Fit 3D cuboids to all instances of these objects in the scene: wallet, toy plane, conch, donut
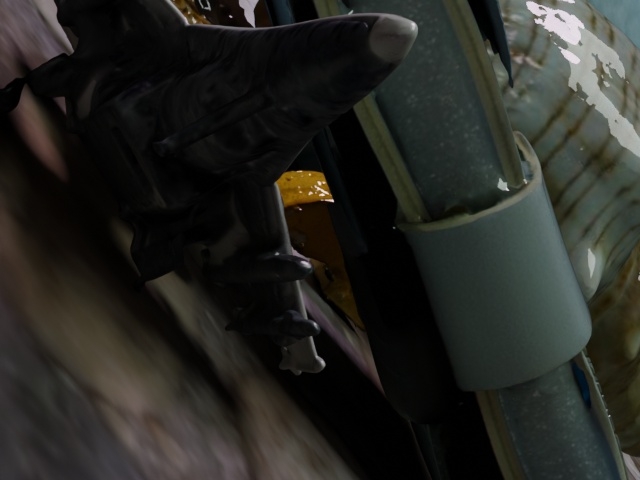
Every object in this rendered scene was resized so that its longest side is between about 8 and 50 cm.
[{"bbox_3d":[0.038,-0.010,0.578,0.176,0.075,0.250,-114,-176,-66],"label":"wallet"},{"bbox_3d":[-0.034,-0.029,0.403,0.160,0.082,0.234,62,-6,-8],"label":"toy plane"},{"bbox_3d":[0.100,-0.057,0.796,0.203,0.170,0.386,-69,148,-65],"label":"conch"},{"bbox_3d":[0.000,0.000,0.696,0.083,0.067,0.038,11,40,-30],"label":"donut"}]

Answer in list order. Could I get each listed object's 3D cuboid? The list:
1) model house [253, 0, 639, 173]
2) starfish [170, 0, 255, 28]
[{"bbox_3d":[0.065,-0.087,1.010,0.230,0.248,0.280,2,-36,37],"label":"model house"},{"bbox_3d":[-0.077,-0.153,0.789,0.238,0.071,0.216,62,-3,-32],"label":"starfish"}]
